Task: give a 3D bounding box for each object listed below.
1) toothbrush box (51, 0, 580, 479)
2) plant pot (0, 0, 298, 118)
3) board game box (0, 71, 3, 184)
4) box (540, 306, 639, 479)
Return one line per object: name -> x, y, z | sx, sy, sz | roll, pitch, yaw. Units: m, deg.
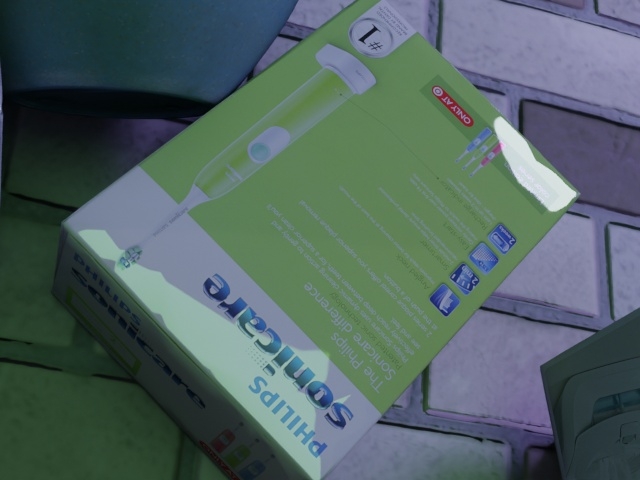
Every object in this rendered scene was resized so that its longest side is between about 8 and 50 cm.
toothbrush box -> 0.000, 0.000, 0.636 | 0.206, 0.122, 0.283 | 45, 60, 3
plant pot -> -0.129, -0.182, 0.605 | 0.290, 0.290, 0.195 | 2, 90, -19
board game box -> -0.324, -0.052, 0.486 | 0.303, 0.224, 0.097 | -4, 70, -21
box -> 0.294, 0.181, 0.606 | 0.262, 0.127, 0.231 | 13, 55, -25
